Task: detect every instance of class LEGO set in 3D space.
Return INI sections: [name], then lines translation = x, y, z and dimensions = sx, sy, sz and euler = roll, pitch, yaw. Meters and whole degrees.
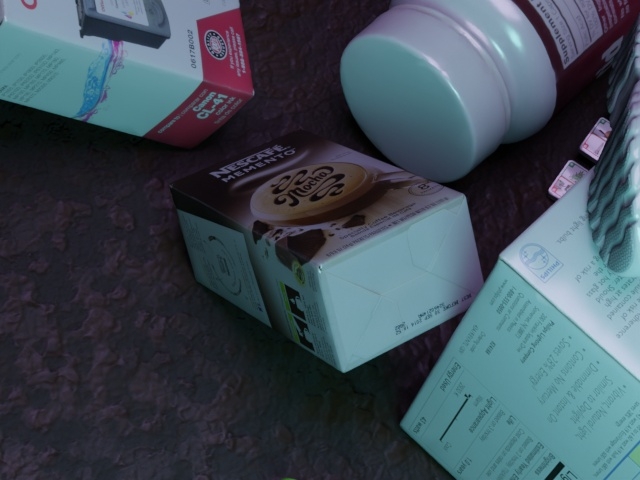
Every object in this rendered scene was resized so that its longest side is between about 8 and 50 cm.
[LEGO set]
translation = 0.403, -0.049, 1.876
dimensions = 0.244, 0.060, 0.182
euler = 34, 72, 9

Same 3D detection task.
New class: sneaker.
[sneaker]
translation = 0.304, -0.082, 1.414
dimensions = 0.115, 0.105, 0.281
euler = 18, 54, -2

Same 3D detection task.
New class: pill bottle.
[pill bottle]
translation = 0.218, -0.248, 1.830
dimensions = 0.224, 0.224, 0.392
euler = 42, 61, 12

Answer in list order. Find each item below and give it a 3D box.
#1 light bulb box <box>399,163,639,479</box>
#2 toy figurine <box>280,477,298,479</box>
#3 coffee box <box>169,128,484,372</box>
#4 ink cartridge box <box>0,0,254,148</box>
[light bulb box]
translation = 0.310, 0.158, 1.541
dimensions = 0.361, 0.358, 0.225
euler = 42, 60, 12
[toy figurine]
translation = 0.001, 0.323, 1.538
dimensions = 0.173, 0.130, 0.159
euler = 19, 66, 24
[coffee box]
translation = 0.000, 0.000, 1.609
dimensions = 0.168, 0.118, 0.297
euler = -26, 27, -24
[ink cartridge box]
translation = -0.235, -0.245, 1.713
dimensions = 0.306, 0.131, 0.226
euler = 14, 55, -40
